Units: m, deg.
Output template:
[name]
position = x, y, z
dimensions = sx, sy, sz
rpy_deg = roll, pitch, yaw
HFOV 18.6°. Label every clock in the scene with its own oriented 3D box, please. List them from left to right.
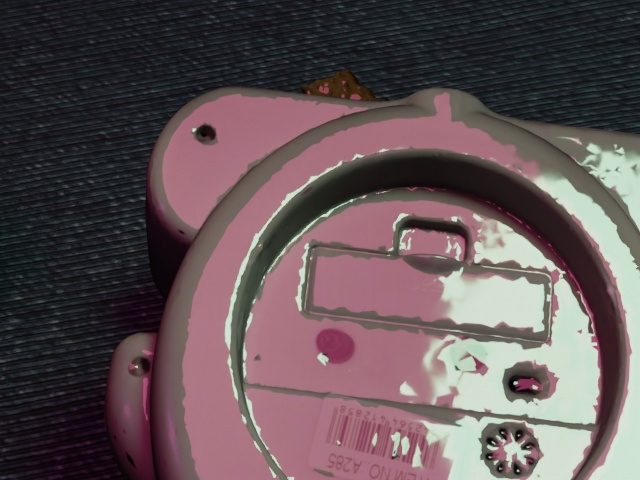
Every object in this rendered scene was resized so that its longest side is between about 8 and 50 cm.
[clock]
position = 0.045, 0.083, 0.942
dimensions = 0.296, 0.113, 0.322
rpy_deg = 7, 60, -1

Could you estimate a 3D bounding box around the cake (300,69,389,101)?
[cake]
position = 0.000, 0.000, 1.144
dimensions = 0.147, 0.134, 0.135
rpy_deg = -32, 44, -17
